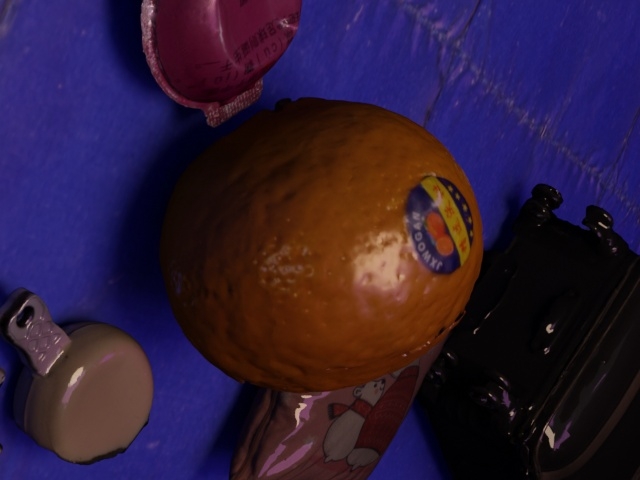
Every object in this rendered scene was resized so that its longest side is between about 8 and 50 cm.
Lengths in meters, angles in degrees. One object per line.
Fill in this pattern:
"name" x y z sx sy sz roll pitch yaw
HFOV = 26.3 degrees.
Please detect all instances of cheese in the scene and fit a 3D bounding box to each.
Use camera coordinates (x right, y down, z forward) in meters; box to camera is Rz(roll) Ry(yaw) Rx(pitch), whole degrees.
"cheese" -0.062 -0.183 0.843 0.155 0.062 0.244 -40 141 -39
"cheese" -0.167 0.091 0.885 0.092 0.048 0.171 -66 151 -6

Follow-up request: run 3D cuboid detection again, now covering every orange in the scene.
"orange" 0.000 0.002 0.926 0.219 0.219 0.193 -40 101 -38

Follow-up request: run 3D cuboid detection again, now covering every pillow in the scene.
"pillow" 0.021 0.123 1.175 0.236 0.084 0.223 24 91 -58

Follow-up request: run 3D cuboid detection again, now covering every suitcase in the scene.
"suitcase" 0.259 0.167 1.485 0.283 0.194 0.434 -53 150 -21

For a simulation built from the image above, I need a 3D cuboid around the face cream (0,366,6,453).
"face cream" -0.279 0.209 0.732 0.348 0.105 0.105 -60 150 -11
